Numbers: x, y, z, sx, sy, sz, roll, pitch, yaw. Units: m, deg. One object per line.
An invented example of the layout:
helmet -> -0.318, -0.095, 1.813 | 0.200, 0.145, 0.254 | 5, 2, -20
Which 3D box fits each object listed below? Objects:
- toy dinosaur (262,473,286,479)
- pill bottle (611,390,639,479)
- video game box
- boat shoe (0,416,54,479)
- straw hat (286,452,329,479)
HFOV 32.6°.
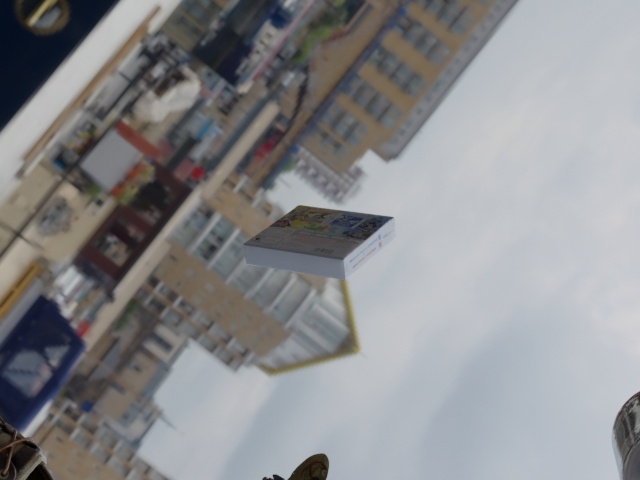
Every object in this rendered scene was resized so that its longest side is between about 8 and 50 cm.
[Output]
toy dinosaur -> -0.054, 0.600, 2.327 | 0.200, 0.295, 0.127 | -16, -123, 36
pill bottle -> 0.602, 0.382, 1.817 | 0.210, 0.210, 0.363 | -50, 177, 14
video game box -> 0.000, 0.000, 1.914 | 0.205, 0.048, 0.187 | 9, -150, 31
boat shoe -> -0.424, 0.306, 1.491 | 0.123, 0.342, 0.123 | -22, -168, 27
straw hat -> -0.013, 0.431, 1.821 | 0.144, 0.061, 0.144 | -41, -160, 18
